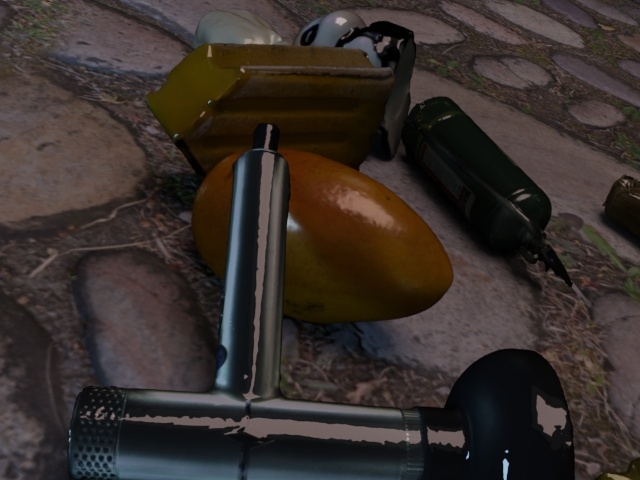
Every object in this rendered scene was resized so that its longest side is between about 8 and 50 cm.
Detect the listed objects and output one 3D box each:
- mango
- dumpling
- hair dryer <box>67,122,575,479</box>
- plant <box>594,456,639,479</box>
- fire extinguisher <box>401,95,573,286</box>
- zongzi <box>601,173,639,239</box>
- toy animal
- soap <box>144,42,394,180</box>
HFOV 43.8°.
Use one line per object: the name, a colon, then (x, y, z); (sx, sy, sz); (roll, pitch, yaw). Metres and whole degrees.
mango: (0.000, 0.000, 0.719); (0.252, 0.154, 0.126); (20, 38, 23)
dumpling: (-0.112, -0.233, 1.016); (0.136, 0.119, 0.199); (-22, 23, -29)
hair dryer: (0.016, 0.057, 0.555); (0.320, 0.284, 0.156); (14, -9, -6)
plant: (0.279, 0.262, 0.469); (0.261, 0.297, 0.306); (-24, 65, -10)
fire extinguisher: (0.203, -0.060, 0.963); (0.118, 0.093, 0.294); (49, 6, -50)
zongzi: (0.457, -0.003, 1.050); (0.160, 0.079, 0.176); (16, 41, 3)
toy animal: (0.036, -0.213, 1.046); (0.179, 0.166, 0.138); (25, 17, 28)
soap: (-0.055, -0.123, 0.839); (0.257, 0.160, 0.080); (-8, 42, -39)
